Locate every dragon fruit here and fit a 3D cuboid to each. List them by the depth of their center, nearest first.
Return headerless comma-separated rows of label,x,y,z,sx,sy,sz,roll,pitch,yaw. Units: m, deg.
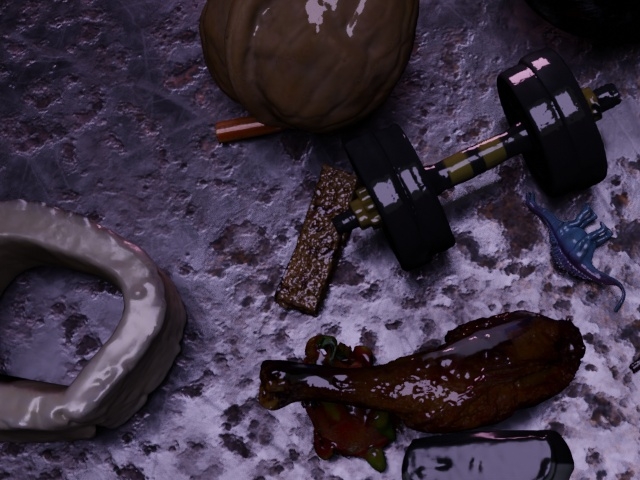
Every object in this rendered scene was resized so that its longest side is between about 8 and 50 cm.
dragon fruit,0.022,0.192,1.473,0.142,0.175,0.138,23,65,45

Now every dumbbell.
dumbbell,0.192,-0.099,1.486,0.388,0.185,0.185,-25,72,1

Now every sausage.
sausage,-0.088,-0.156,1.625,0.107,0.031,0.031,-12,72,5

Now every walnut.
walnut,-0.016,-0.272,1.527,0.296,0.285,0.285,30,79,38

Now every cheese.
cheese,-0.347,0.114,1.522,0.332,0.153,0.292,10,75,13

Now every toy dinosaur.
toy dinosaur,0.327,0.004,1.509,0.080,0.045,0.197,-40,64,9

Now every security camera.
security camera,0.198,0.359,1.348,0.197,0.191,0.277,-7,75,11

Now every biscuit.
biscuit,0.000,0.000,1.563,0.064,0.034,0.199,17,78,13

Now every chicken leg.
chicken leg,0.130,0.150,1.377,0.407,0.096,0.158,-8,30,-16

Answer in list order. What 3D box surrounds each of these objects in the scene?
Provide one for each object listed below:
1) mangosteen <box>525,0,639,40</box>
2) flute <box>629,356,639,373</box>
mangosteen,0.380,-0.407,1.501,0.300,0.300,0.300,-2,73,8
flute,0.491,0.081,1.476,0.269,0.014,0.014,-35,72,-3
